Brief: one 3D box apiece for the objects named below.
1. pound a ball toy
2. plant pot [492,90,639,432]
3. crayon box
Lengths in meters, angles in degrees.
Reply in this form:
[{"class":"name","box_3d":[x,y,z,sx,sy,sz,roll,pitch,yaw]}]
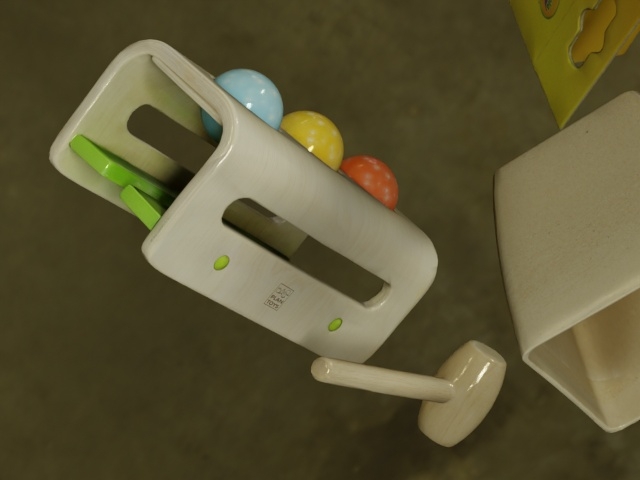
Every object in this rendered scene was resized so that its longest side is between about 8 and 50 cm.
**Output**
[{"class":"pound a ball toy","box_3d":[0.000,0.000,1.223,0.136,0.319,0.208,-52,53,5]},{"class":"plant pot","box_3d":[0.134,0.003,0.780,0.109,0.109,0.096,39,24,-52]},{"class":"crayon box","box_3d":[0.176,-0.263,1.262,0.081,0.202,0.319,-11,70,-17]}]
